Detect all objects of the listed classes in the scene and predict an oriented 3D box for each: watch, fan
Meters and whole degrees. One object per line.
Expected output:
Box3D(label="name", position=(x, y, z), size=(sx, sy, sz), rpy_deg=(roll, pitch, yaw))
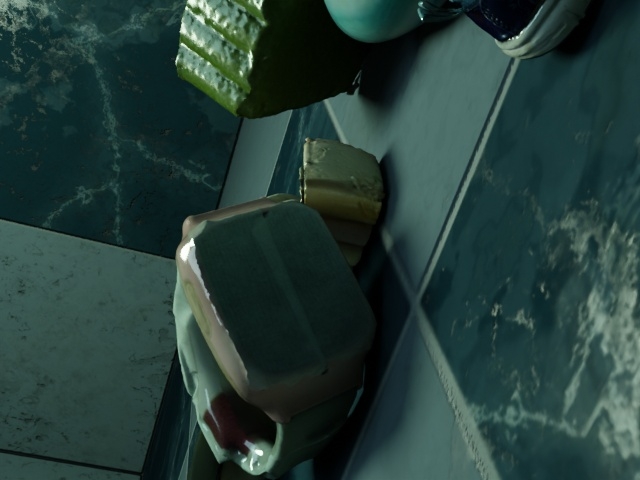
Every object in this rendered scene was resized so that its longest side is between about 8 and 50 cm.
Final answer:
Box3D(label="watch", position=(-0.065, 0.110, 0.791), size=(0.253, 0.161, 0.241), rpy_deg=(64, 148, 17))
Box3D(label="fan", position=(-0.139, 0.353, 1.007), size=(0.233, 0.012, 0.415), rpy_deg=(43, -120, -69))

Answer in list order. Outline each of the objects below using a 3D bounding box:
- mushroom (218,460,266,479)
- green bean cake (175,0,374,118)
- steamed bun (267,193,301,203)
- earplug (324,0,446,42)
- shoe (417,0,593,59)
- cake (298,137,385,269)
Box3D(label="mushroom", position=(-0.082, 0.228, 0.961), size=(0.116, 0.093, 0.225), rpy_deg=(49, 122, 49))
Box3D(label="green bean cake", position=(-0.036, -0.289, 0.932), size=(0.249, 0.156, 0.247), rpy_deg=(-26, -31, -46))
Box3D(label="steamed bun", position=(-0.068, 0.027, 1.037), size=(0.183, 0.106, 0.183), rpy_deg=(-166, 90, -86))
Box3D(label="earplug", position=(0.076, -0.280, 0.695), size=(0.324, 0.184, 0.185), rpy_deg=(120, 161, -72))
Box3D(label="shoe", position=(0.134, -0.222, 0.478), size=(0.091, 0.106, 0.207), rpy_deg=(-132, 63, -73))
Box3D(label="cake", position=(0.021, 0.000, 0.876), size=(0.109, 0.090, 0.226), rpy_deg=(-93, 2, -50))
